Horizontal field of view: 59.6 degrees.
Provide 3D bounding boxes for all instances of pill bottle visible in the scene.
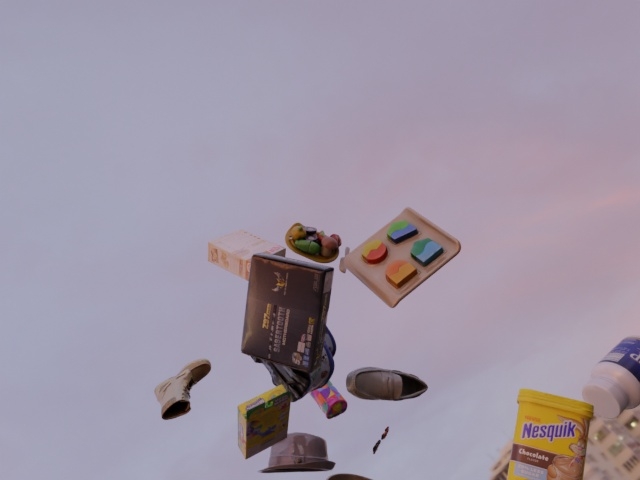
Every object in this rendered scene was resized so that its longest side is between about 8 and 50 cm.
[{"bbox_3d":[0.656,0.297,1.210,0.186,0.112,0.112,-29,-41,-28],"label":"pill bottle"}]

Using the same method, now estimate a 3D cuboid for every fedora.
[{"bbox_3d":[-0.085,0.753,1.983,0.275,0.125,0.244,-6,-26,9],"label":"fedora"}]

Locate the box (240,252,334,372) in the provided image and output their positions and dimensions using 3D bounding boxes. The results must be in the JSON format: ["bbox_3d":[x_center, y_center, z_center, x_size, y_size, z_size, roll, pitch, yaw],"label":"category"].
[{"bbox_3d":[-0.076,0.156,1.241,0.059,0.183,0.233,-7,-73,-65],"label":"box"}]

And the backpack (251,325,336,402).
[{"bbox_3d":[-0.076,0.355,1.758,0.213,0.264,0.277,-14,-29,-31],"label":"backpack"}]

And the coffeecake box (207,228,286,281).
[{"bbox_3d":[-0.218,0.042,1.652,0.142,0.185,0.068,-25,-52,-47],"label":"coffeecake box"}]

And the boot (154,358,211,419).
[{"bbox_3d":[-0.448,0.498,1.875,0.213,0.165,0.077,-31,-65,-12],"label":"boot"}]

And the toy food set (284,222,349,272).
[{"bbox_3d":[0.000,0.000,1.726,0.217,0.128,0.071,23,-48,2],"label":"toy food set"}]

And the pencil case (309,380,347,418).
[{"bbox_3d":[0.004,0.565,2.111,0.104,0.236,0.105,-17,-53,-25],"label":"pencil case"}]

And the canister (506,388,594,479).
[{"bbox_3d":[0.395,0.358,0.968,0.073,0.126,0.170,52,-130,-59],"label":"canister"}]

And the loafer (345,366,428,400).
[{"bbox_3d":[0.222,0.473,1.847,0.319,0.112,0.111,11,-20,-37],"label":"loafer"}]

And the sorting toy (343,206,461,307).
[{"bbox_3d":[0.176,0.028,1.245,0.208,0.193,0.038,-40,-45,-8],"label":"sorting toy"}]

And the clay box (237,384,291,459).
[{"bbox_3d":[-0.144,0.453,1.417,0.127,0.053,0.222,-19,-44,-28],"label":"clay box"}]

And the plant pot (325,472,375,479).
[{"bbox_3d":[0.107,0.916,1.737,0.256,0.256,0.274,14,-91,-42],"label":"plant pot"}]

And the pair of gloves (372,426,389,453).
[{"bbox_3d":[0.181,0.601,1.685,0.083,0.010,0.074,-46,-27,-29],"label":"pair of gloves"}]
